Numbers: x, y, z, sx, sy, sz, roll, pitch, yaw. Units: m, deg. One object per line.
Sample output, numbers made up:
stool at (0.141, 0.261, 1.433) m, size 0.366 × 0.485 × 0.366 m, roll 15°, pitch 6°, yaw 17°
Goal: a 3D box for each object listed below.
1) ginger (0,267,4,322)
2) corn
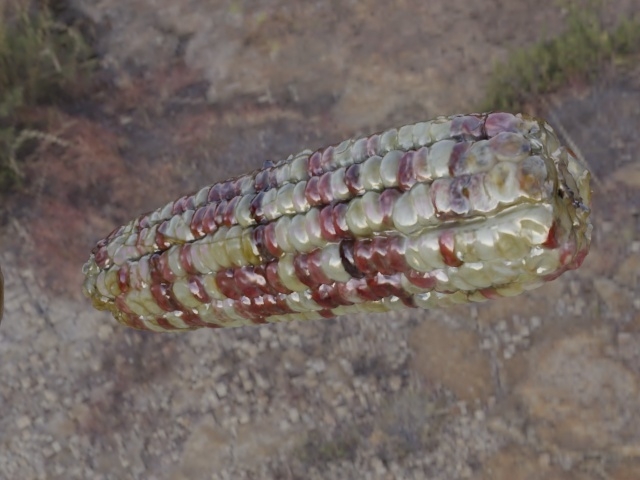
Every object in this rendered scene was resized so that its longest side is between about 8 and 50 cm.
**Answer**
ginger at (-0.274, -0.013, 0.495) m, size 0.274 × 0.357 × 0.152 m, roll -47°, pitch 11°, yaw -33°
corn at (0.000, 0.000, 0.557) m, size 0.237 × 0.079 × 0.079 m, roll -14°, pitch 39°, yaw 33°
